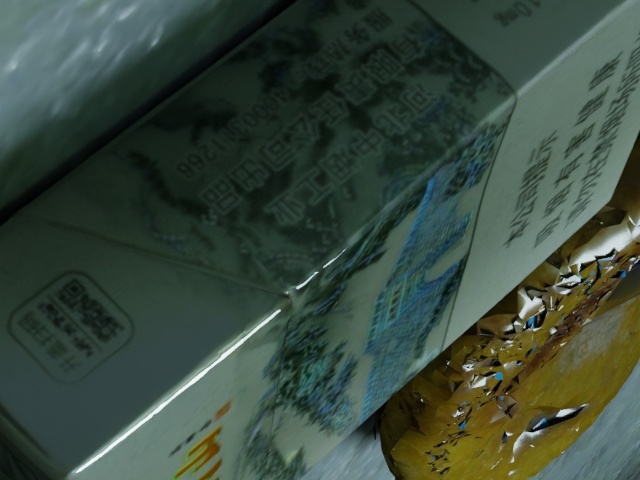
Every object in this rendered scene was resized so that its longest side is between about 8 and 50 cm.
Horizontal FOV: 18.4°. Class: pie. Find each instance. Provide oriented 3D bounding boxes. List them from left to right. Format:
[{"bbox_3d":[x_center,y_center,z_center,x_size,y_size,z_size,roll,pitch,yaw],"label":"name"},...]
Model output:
[{"bbox_3d":[0.127,0.021,0.947,0.273,0.069,0.273,-43,161,-18],"label":"pie"}]

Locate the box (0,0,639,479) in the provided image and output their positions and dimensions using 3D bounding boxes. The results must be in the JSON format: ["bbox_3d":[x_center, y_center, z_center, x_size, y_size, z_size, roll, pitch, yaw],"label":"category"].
[{"bbox_3d":[0.000,0.000,0.599,0.256,0.069,0.164,-40,161,-23],"label":"box"}]
